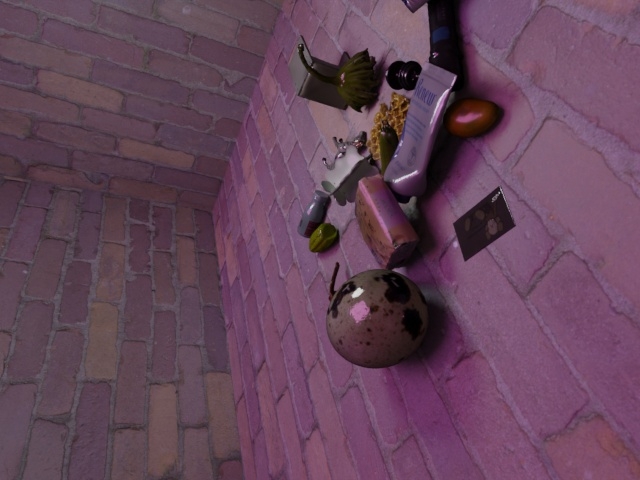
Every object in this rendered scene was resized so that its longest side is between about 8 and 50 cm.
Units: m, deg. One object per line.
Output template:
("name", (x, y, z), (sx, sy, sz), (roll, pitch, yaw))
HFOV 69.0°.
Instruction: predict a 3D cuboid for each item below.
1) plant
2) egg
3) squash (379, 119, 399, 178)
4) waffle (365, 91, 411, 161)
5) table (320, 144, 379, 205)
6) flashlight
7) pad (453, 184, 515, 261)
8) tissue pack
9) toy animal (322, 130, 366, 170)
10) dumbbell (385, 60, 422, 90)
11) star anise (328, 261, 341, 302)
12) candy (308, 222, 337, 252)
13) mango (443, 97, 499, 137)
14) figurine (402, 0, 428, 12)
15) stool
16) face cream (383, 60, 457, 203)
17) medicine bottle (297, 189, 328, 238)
("plant", (0.065, -0.643, 1.869), (0.180, 0.332, 0.251), (-135, 44, -77))
("egg", (0.163, 0.239, 1.399), (0.379, 0.287, 0.288), (116, 154, -63))
("squash", (0.237, -0.264, 1.589), (0.071, 0.080, 0.319), (-85, -7, -57))
("waffle", (0.254, -0.402, 1.686), (0.261, 0.056, 0.250), (50, 127, 53))
("table", (0.121, -0.258, 1.811), (0.198, 0.166, 0.167), (-47, 41, 37))
("flashlight", (0.382, -0.655, 1.463), (0.103, 0.103, 0.425), (-33, 52, 57))
("pad", (0.434, -0.043, 1.254), (0.190, 0.004, 0.127), (-49, 40, 48))
("tissue pack", (0.195, -0.050, 1.471), (0.257, 0.122, 0.215), (62, 167, 22))
("toy animal", (0.094, -0.380, 1.974), (0.255, 0.089, 0.170), (-59, 37, 43))
("dumbbell", (0.291, -0.572, 1.617), (0.208, 0.099, 0.099), (41, 118, 60))
("star anise", (0.094, 0.242, 1.739), (0.292, 0.108, 0.350), (-14, 68, 57))
("candy", (0.000, 0.000, 2.036), (0.209, 0.096, 0.097), (131, 140, -57))
("mango", (0.415, -0.341, 1.298), (0.163, 0.089, 0.111), (37, 114, 53))
("figurine", (0.370, -0.811, 1.408), (0.274, 0.133, 0.194), (-55, 40, 10))
("stool", (0.012, -0.748, 2.080), (0.170, 0.243, 0.270), (-59, 33, 37))
("face cream", (0.300, -0.309, 1.416), (0.235, 0.137, 0.421), (-106, 26, -59))
("medicine bottle", (-0.033, -0.121, 2.138), (0.217, 0.090, 0.090), (-67, 29, 25))
